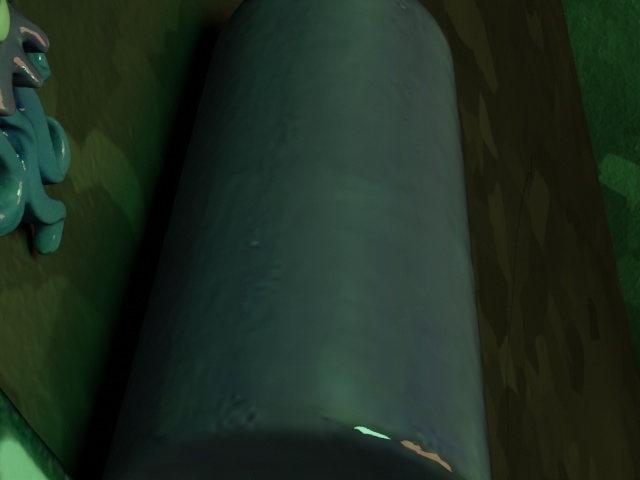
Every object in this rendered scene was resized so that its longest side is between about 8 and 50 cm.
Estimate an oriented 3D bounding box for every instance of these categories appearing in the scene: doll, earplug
[{"bbox_3d":[-0.163,-0.065,0.762,0.206,0.067,0.110,71,29,-51],"label":"doll"},{"bbox_3d":[0.000,0.000,0.971,0.456,0.215,0.215,-85,155,-43],"label":"earplug"}]

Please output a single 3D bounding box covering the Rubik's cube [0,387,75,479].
[{"bbox_3d":[-0.159,0.197,0.378,0.250,0.246,0.248,-78,151,-45],"label":"Rubik's cube"}]
